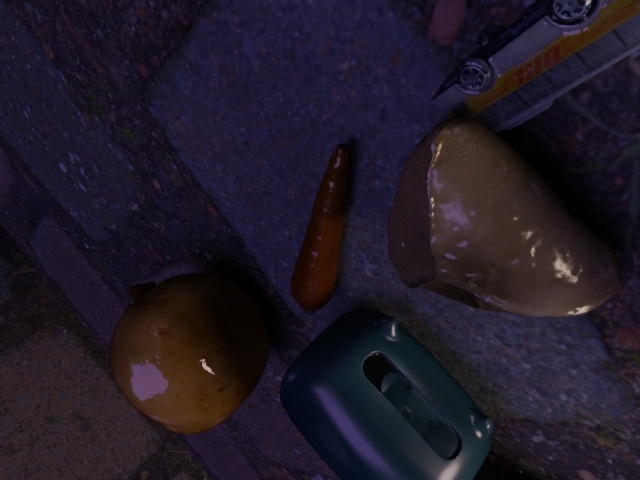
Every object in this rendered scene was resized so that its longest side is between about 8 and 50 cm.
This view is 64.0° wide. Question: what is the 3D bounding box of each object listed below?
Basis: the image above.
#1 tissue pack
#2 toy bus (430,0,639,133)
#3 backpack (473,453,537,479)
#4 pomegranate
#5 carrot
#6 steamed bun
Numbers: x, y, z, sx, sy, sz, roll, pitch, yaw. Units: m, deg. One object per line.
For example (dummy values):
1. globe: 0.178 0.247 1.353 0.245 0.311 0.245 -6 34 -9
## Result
1. tissue pack: 0.092 0.243 0.725 0.287 0.198 0.206 47 147 9
2. toy bus: 0.174 -0.149 0.390 0.075 0.064 0.190 41 146 -12
3. backpack: 0.280 0.391 0.760 0.165 0.106 0.120 19 125 5
4. pomegranate: -0.237 0.208 0.957 0.307 0.307 0.307 27 140 26
5. carrot: 0.000 0.000 0.712 0.069 0.069 0.336 32 139 20
6. steamed bun: 0.142 0.011 0.506 0.231 0.110 0.212 39 158 -8
